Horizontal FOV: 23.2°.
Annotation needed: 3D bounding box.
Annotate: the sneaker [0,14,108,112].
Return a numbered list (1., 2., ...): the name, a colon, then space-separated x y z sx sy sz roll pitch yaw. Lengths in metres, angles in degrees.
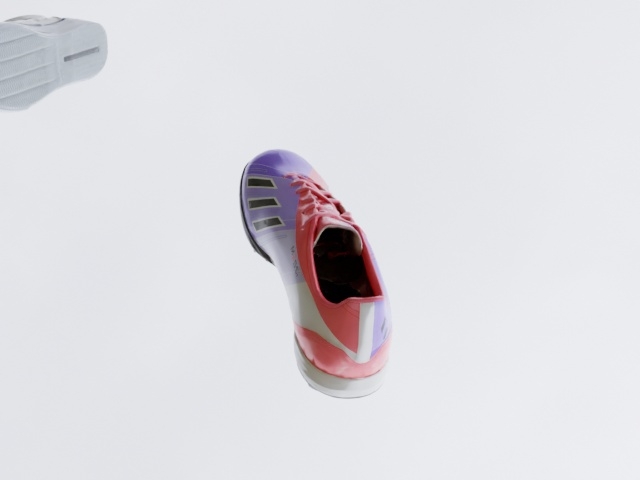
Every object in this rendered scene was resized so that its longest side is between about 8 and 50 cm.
1. sneaker: -0.324 -0.186 1.629 0.091 0.258 0.094 5 -78 24

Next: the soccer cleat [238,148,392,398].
1. soccer cleat: 0.000 0.000 1.457 0.318 0.108 0.116 -110 -156 -45
